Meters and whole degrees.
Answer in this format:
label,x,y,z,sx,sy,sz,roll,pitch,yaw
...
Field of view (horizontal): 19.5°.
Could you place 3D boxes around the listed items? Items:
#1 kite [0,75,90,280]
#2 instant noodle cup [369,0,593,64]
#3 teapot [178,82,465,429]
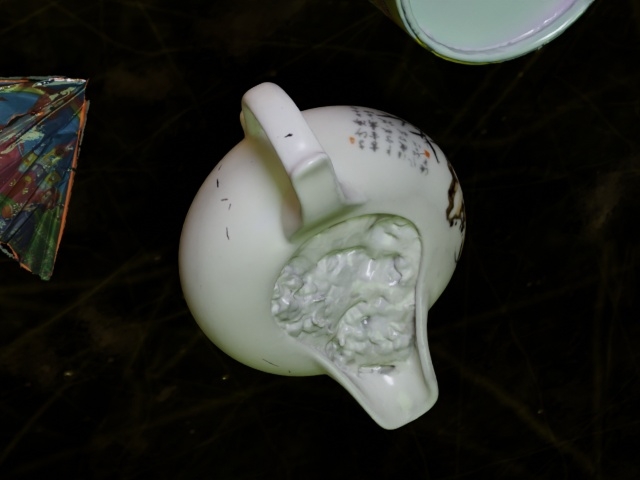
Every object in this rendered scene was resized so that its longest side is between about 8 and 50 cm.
label,x,y,z,sx,sy,sz,roll,pitch,yaw
kite,-0.229,-0.056,1.210,0.183,0.014,0.241,-40,135,10
instant noodle cup,0.089,-0.216,1.160,0.205,0.153,0.205,-16,132,-19
teapot,0.000,0.000,1.292,0.208,0.165,0.299,-22,145,4
